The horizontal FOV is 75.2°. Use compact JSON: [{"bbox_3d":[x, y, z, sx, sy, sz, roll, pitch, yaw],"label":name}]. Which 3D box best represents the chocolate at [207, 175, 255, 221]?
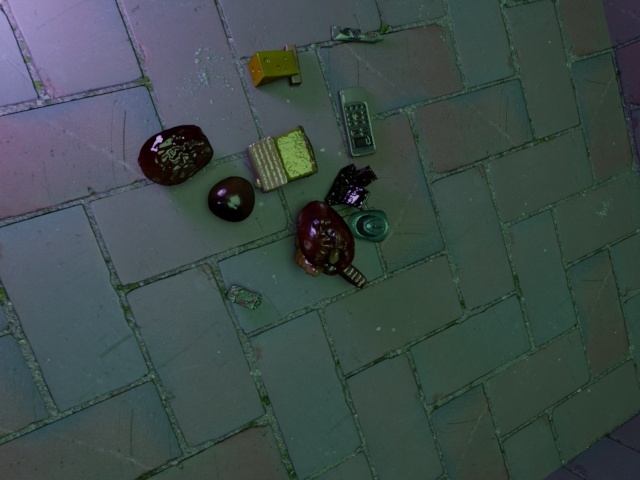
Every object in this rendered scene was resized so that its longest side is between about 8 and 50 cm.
[{"bbox_3d":[-0.318,-0.155,1.519,0.176,0.177,0.177,-1,92,-20],"label":"chocolate"}]

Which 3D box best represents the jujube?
[{"bbox_3d":[-0.496,-0.293,1.426,0.243,0.183,0.183,-29,101,-5],"label":"jujube"}]

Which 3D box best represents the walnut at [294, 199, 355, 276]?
[{"bbox_3d":[0.000,0.000,1.591,0.221,0.269,0.244,24,123,-38],"label":"walnut"}]

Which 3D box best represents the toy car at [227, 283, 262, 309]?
[{"bbox_3d":[-0.289,0.213,1.583,0.142,0.055,0.069,28,91,-29],"label":"toy car"}]

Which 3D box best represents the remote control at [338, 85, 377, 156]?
[{"bbox_3d":[0.154,-0.493,1.727,0.123,0.038,0.285,-11,95,-18],"label":"remote control"}]

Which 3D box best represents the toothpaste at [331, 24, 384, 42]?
[{"bbox_3d":[0.155,-0.847,1.717,0.233,0.038,0.060,-3,91,-17],"label":"toothpaste"}]

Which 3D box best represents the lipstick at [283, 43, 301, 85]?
[{"bbox_3d":[-0.108,-0.683,1.623,0.045,0.045,0.145,-11,96,-17],"label":"lipstick"}]

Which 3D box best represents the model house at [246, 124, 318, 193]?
[{"bbox_3d":[-0.155,-0.295,1.550,0.234,0.175,0.193,-24,100,-21],"label":"model house"}]

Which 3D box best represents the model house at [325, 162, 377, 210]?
[{"bbox_3d":[0.137,-0.217,1.666,0.141,0.164,0.203,24,82,-24],"label":"model house"}]

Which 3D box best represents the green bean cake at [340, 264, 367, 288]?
[{"bbox_3d":[0.116,0.130,1.682,0.135,0.135,0.056,39,83,-17],"label":"green bean cake"}]

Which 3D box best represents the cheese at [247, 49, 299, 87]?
[{"bbox_3d":[-0.168,-0.656,1.565,0.171,0.126,0.093,-22,99,-21],"label":"cheese"}]

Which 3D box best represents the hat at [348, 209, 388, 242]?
[{"bbox_3d":[0.217,-0.060,1.742,0.191,0.078,0.138,1,93,-20],"label":"hat"}]
